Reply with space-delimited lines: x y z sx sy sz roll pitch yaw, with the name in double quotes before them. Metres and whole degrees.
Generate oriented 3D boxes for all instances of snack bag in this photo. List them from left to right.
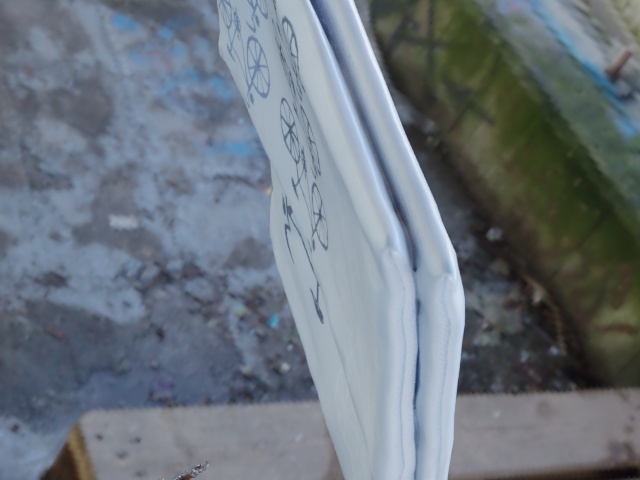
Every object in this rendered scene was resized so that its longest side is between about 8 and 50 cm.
"snack bag" 0.000 0.000 0.713 0.037 0.342 0.323 -13 52 -8

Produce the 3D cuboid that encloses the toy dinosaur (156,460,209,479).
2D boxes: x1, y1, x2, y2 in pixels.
"toy dinosaur" -0.038 0.127 0.552 0.082 0.047 0.090 62 1 1
